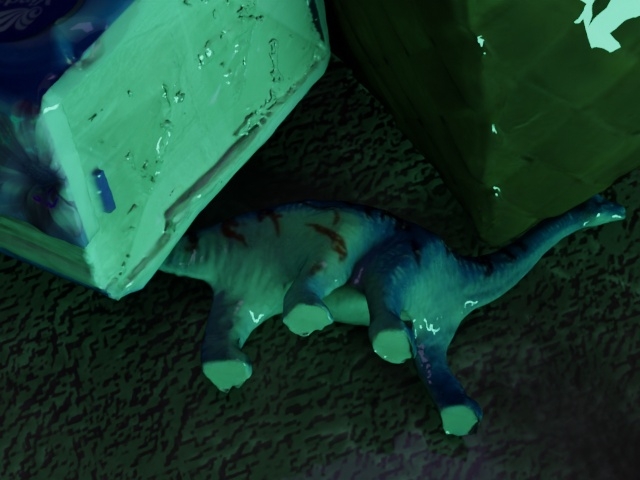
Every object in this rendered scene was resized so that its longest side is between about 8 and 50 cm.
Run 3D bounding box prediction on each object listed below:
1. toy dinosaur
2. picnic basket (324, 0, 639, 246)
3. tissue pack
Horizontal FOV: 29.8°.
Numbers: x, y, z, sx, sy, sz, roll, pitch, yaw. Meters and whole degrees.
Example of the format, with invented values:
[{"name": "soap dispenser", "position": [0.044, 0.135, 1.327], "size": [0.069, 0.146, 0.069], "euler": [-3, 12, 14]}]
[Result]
[{"name": "toy dinosaur", "position": [0.012, 0.022, 0.615], "size": [0.329, 0.076, 0.144], "euler": [0, 46, -5]}, {"name": "picnic basket", "position": [0.138, -0.207, 0.628], "size": [0.337, 0.293, 0.337], "euler": [-7, 53, 9]}, {"name": "tissue pack", "position": [-0.159, -0.111, 0.613], "size": [0.264, 0.146, 0.198], "euler": [20, 54, 26]}]
